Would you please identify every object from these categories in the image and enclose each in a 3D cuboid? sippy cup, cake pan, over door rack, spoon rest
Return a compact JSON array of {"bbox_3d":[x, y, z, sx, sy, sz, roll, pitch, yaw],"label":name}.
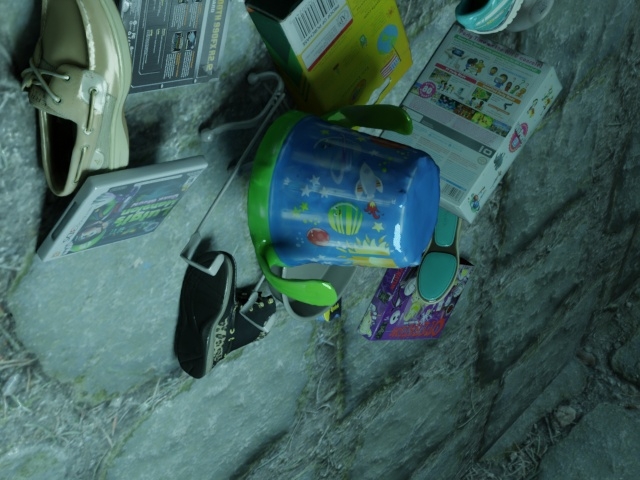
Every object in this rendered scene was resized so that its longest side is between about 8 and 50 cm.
[{"bbox_3d":[0.046,-0.059,1.368,0.240,0.224,0.305,7,94,-66],"label":"sippy cup"},{"bbox_3d":[0.000,0.000,1.688,0.293,0.054,0.293,-41,144,-41],"label":"cake pan"},{"bbox_3d":[-0.107,-0.059,1.435,0.239,0.108,0.324,54,51,-58],"label":"over door rack"},{"bbox_3d":[0.460,-0.533,1.902,0.276,0.084,0.137,-46,149,6],"label":"spoon rest"}]

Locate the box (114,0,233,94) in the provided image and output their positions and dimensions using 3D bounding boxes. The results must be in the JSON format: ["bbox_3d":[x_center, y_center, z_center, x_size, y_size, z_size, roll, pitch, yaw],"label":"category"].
[{"bbox_3d":[-0.188,-0.302,1.172,0.183,0.056,0.231,-21,134,-47],"label":"box"}]

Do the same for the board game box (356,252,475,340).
[{"bbox_3d":[0.227,0.130,2.187,0.347,0.056,0.208,6,116,-57],"label":"board game box"}]

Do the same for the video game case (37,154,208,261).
[{"bbox_3d":[-0.261,-0.043,1.262,0.190,0.022,0.173,-19,161,-48],"label":"video game case"}]

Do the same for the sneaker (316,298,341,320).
[{"bbox_3d":[0.007,0.129,1.863,0.144,0.059,0.053,2,85,-73],"label":"sneaker"}]

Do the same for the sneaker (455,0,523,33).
[{"bbox_3d":[0.299,-0.465,1.532,0.110,0.107,0.275,-5,122,-42],"label":"sneaker"}]

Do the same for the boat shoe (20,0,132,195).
[{"bbox_3d":[-0.288,-0.178,1.097,0.098,0.109,0.302,-34,148,-35],"label":"boat shoe"}]

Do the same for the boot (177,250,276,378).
[{"bbox_3d":[-0.147,0.102,1.586,0.178,0.085,0.236,-24,136,-50],"label":"boot"}]

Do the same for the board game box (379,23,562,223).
[{"bbox_3d":[0.262,-0.216,1.741,0.303,0.224,0.097,-56,149,-1],"label":"board game box"}]

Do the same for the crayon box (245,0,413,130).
[{"bbox_3d":[0.026,-0.310,1.452,0.202,0.081,0.318,-50,148,-13],"label":"crayon box"}]

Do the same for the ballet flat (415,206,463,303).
[{"bbox_3d":[0.263,0.032,2.053,0.086,0.086,0.248,53,50,-58],"label":"ballet flat"}]
